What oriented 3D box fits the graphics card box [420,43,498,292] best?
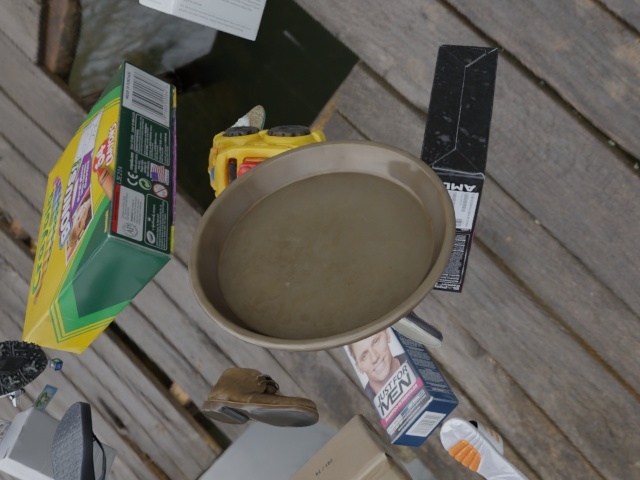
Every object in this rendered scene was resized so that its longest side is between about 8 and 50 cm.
[{"bbox_3d":[0.208,-0.095,1.008,0.094,0.232,0.371,8,152,13],"label":"graphics card box"}]

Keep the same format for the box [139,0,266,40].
[{"bbox_3d":[-0.224,-0.478,1.218,0.182,0.181,0.119,37,113,48],"label":"box"}]

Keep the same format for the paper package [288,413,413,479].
[{"bbox_3d":[0.063,0.647,1.618,0.168,0.325,0.309,48,175,-7],"label":"paper package"}]

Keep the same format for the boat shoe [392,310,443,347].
[{"bbox_3d":[0.139,0.118,1.141,0.206,0.065,0.075,32,159,9],"label":"boat shoe"}]

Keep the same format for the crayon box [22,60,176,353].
[{"bbox_3d":[-0.354,-0.052,1.021,0.313,0.106,0.363,-39,44,34],"label":"crayon box"}]

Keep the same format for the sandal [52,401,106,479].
[{"bbox_3d":[-0.383,0.392,1.024,0.097,0.054,0.254,-27,64,33],"label":"sandal"}]

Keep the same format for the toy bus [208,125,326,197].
[{"bbox_3d":[-0.116,-0.113,1.104,0.220,0.211,0.149,4,109,18],"label":"toy bus"}]

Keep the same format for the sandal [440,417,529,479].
[{"bbox_3d":[0.377,0.479,1.434,0.265,0.076,0.102,43,127,-9],"label":"sandal"}]

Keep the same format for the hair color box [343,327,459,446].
[{"bbox_3d":[0.194,0.336,1.639,0.174,0.105,0.347,-55,37,22],"label":"hair color box"}]

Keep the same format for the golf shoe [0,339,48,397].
[{"bbox_3d":[-0.486,0.201,0.886,0.077,0.198,0.094,64,150,8],"label":"golf shoe"}]

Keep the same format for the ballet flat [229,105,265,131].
[{"bbox_3d":[-0.176,-0.212,1.395,0.073,0.067,0.206,-4,70,53],"label":"ballet flat"}]

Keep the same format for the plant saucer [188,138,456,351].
[{"bbox_3d":[0.000,0.000,0.655,0.278,0.278,0.041,21,149,31],"label":"plant saucer"}]

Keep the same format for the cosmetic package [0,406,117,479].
[{"bbox_3d":[-0.599,0.491,1.433,0.107,0.127,0.238,-30,121,36],"label":"cosmetic package"}]

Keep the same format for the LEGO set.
[{"bbox_3d":[-0.702,0.364,1.450,0.060,0.244,0.182,24,163,24],"label":"LEGO set"}]

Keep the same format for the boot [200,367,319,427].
[{"bbox_3d":[-0.122,0.319,1.313,0.305,0.115,0.112,-7,140,40],"label":"boot"}]
